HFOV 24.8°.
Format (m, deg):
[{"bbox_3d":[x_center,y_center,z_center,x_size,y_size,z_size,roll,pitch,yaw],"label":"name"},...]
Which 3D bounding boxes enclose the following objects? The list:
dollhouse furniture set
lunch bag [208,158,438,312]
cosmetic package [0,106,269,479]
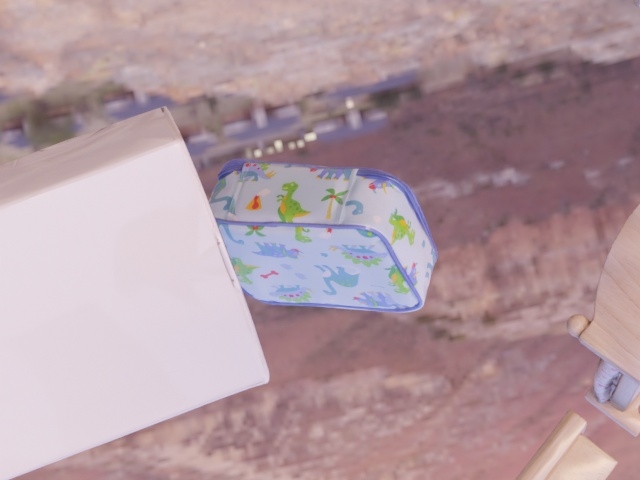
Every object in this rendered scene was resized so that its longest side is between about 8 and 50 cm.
[{"bbox_3d":[0.183,-0.015,0.881,0.355,0.174,0.303,-51,165,-6],"label":"dollhouse furniture set"},{"bbox_3d":[0.000,0.000,1.461,0.219,0.090,0.176,3,147,28],"label":"lunch bag"},{"bbox_3d":[-0.257,0.063,1.154,0.385,0.217,0.156,-19,-161,-7],"label":"cosmetic package"}]
